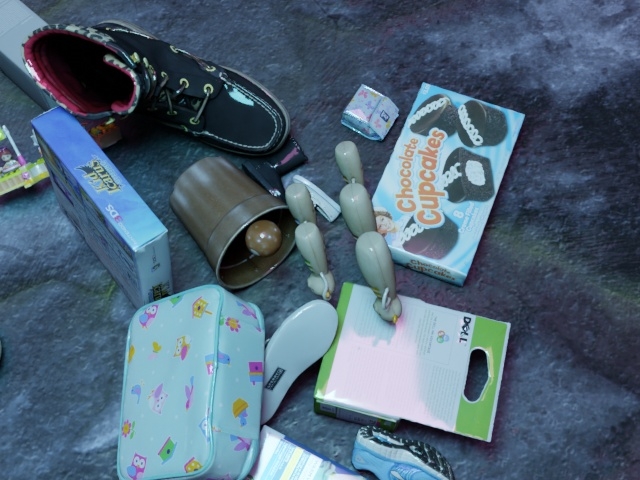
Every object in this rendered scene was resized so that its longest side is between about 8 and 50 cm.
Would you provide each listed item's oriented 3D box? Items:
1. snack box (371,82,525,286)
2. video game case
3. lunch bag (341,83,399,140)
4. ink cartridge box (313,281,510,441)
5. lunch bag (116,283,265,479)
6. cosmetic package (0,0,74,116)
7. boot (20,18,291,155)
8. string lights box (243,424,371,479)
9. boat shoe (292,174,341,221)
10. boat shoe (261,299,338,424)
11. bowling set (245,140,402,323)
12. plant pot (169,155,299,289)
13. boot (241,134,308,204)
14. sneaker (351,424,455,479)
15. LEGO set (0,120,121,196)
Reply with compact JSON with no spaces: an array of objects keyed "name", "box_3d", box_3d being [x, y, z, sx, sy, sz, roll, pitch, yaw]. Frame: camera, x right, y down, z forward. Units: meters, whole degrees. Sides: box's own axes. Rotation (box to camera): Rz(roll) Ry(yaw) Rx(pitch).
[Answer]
[{"name":"snack box","box_3d":[0.203,-0.100,1.346,0.187,0.060,0.322,20,67,10]},{"name":"video game case","box_3d":[-0.320,-0.034,1.216,0.061,0.244,0.269,-34,70,-22]},{"name":"lunch bag","box_3d":[0.090,-0.222,1.408,0.083,0.053,0.071,32,70,4]},{"name":"ink cartridge box","box_3d":[0.133,0.190,1.195,0.255,0.097,0.189,14,66,5]},{"name":"lunch bag","box_3d":[-0.188,0.209,1.140,0.224,0.108,0.279,-21,56,36]},{"name":"cosmetic package","box_3d":[-0.511,-0.327,1.420,0.107,0.127,0.238,-42,70,-17]},{"name":"boot","box_3d":[-0.245,-0.230,1.239,0.377,0.284,0.138,31,107,2]},{"name":"string lights box","box_3d":[0.006,0.380,1.118,0.259,0.077,0.133,24,67,11]},{"name":"boat shoe","box_3d":[-0.011,-0.068,1.338,0.100,0.035,0.035,39,81,-10]},{"name":"boat shoe","box_3d":[-0.058,0.168,1.174,0.077,0.070,0.219,34,101,-22]},{"name":"bowling set","box_3d":[0.000,0.000,1.191,0.199,0.154,0.287,-14,42,6]},{"name":"plant pot","box_3d":[-0.143,-0.038,1.275,0.167,0.167,0.165,-37,62,-15]},{"name":"boot","box_3d":[-0.065,-0.120,1.367,0.099,0.045,0.121,-35,66,-14]},{"name":"sneaker","box_3d":[0.118,0.327,1.160,0.162,0.063,0.073,24,107,-2]},{"name":"LEGO set","box_3d":[-0.476,-0.154,1.322,0.287,0.132,0.107,-27,106,-10]}]
